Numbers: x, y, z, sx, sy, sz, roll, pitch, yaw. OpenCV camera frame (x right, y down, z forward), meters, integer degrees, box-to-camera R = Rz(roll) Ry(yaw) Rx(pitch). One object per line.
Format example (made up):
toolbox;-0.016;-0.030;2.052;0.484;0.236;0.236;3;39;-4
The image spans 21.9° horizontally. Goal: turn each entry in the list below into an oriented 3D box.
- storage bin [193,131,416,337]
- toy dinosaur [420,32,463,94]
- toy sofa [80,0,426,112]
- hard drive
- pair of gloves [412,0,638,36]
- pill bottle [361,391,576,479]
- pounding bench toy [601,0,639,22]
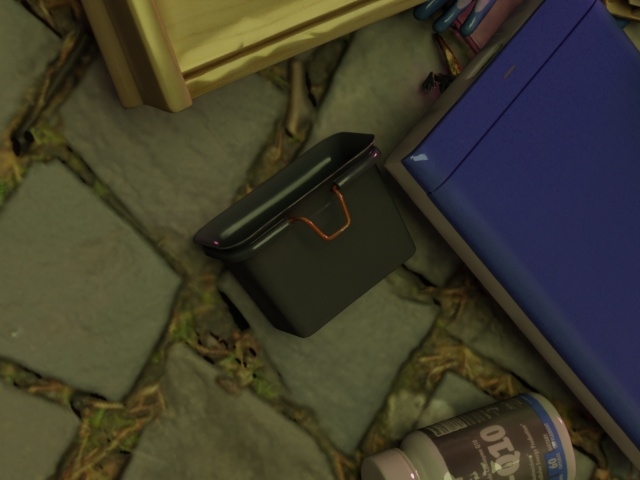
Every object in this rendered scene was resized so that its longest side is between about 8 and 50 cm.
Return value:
storage bin;0.000;0.000;1.137;0.135;0.098;0.091;-38;109;-17
toy dinosaur;0.118;-0.101;1.206;0.082;0.047;0.090;20;72;-31
toy sofa;0.011;-0.221;1.107;0.363;0.177;0.150;-24;106;-14
hard drive;0.211;-0.009;1.193;0.318;0.040;0.210;49;65;-18
pair of gloves;0.150;-0.179;1.216;0.198;0.023;0.159;46;63;-13
pill bottle;0.103;0.162;1.164;0.137;0.078;0.078;-17;92;-18
pounding bench toy;0.248;-0.212;1.225;0.052;0.065;0.083;8;75;-32
